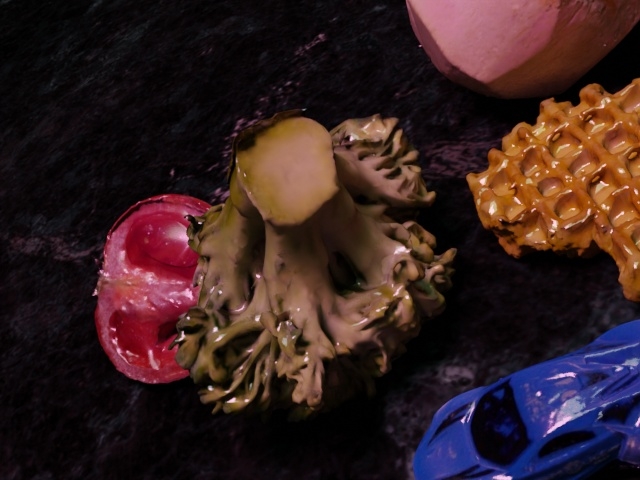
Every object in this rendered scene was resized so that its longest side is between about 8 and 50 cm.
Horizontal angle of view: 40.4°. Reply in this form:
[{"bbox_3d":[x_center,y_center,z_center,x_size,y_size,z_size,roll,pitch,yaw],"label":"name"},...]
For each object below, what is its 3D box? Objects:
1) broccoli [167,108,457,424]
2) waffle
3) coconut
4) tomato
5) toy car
[{"bbox_3d":[0.000,0.000,0.717,0.247,0.245,0.288,-3,66,-3],"label":"broccoli"},{"bbox_3d":[0.244,-0.049,0.743,0.253,0.056,0.249,-6,45,30],"label":"waffle"},{"bbox_3d":[0.203,-0.260,0.847,0.241,0.241,0.241,-20,39,18],"label":"coconut"},{"bbox_3d":[-0.138,0.049,0.895,0.173,0.099,0.189,10,93,24],"label":"tomato"},{"bbox_3d":[0.162,0.124,0.606,0.216,0.063,0.103,-24,39,12],"label":"toy car"}]
